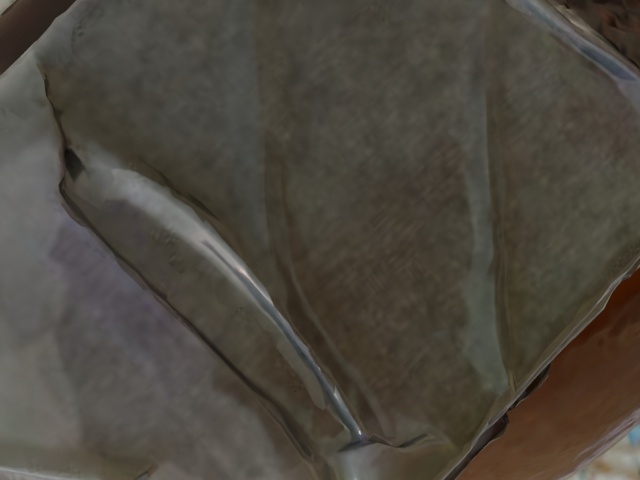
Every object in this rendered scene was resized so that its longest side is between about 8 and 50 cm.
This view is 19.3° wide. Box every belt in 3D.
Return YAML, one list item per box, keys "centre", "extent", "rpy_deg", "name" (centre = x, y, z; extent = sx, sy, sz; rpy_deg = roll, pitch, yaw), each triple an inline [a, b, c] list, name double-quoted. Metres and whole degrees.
- centre: [-0.024, 0.016, 0.423]
  extent: [0.289, 0.164, 0.184]
  rpy_deg: [-43, 9, -21]
  name: "belt"

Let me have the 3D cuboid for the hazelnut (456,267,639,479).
- centre: [0.005, -0.006, 0.866]
  extent: [0.365, 0.366, 0.366]
  rpy_deg: [-14, 35, 10]
  name: "hazelnut"
